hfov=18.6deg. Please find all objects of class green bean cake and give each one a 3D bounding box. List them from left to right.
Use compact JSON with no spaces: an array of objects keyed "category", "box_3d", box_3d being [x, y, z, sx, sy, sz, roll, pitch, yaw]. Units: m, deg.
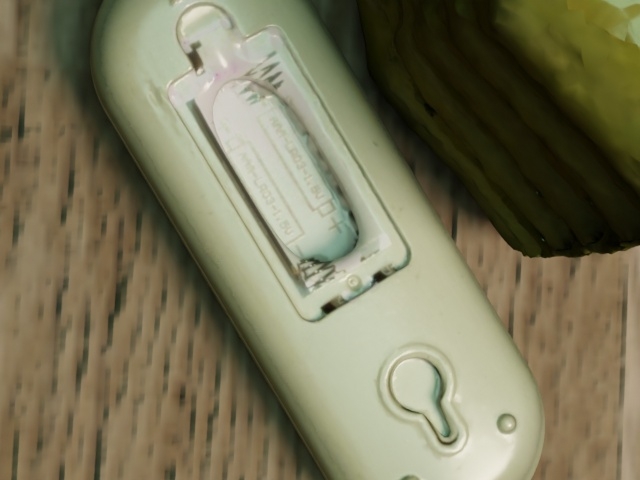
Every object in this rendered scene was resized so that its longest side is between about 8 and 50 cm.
[{"category":"green bean cake","box_3d":[0.126,-0.108,0.579,0.233,0.236,0.124,-43,94,-7]}]

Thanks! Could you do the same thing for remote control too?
[{"category":"remote control","box_3d":[0.000,0.000,0.650,0.078,0.042,0.221,-31,92,-11]}]
